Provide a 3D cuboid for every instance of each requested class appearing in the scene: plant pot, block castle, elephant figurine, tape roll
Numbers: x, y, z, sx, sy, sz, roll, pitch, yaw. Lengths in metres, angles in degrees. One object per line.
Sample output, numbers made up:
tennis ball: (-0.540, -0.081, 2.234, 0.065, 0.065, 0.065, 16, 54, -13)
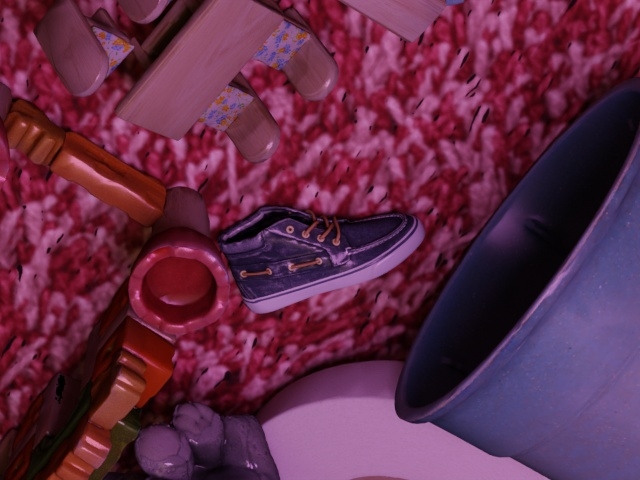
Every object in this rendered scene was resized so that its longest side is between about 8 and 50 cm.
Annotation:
plant pot: (0.295, 0.097, 1.135, 0.334, 0.341, 0.341, 34, 110, -6)
block castle: (-0.310, 0.108, 1.199, 0.303, 0.213, 0.453, 32, 110, -19)
elephant figurine: (-0.138, 0.265, 1.287, 0.169, 0.186, 0.239, 7, 143, -29)
tape roll: (0.084, 0.297, 1.335, 0.392, 0.072, 0.392, 9, 121, 15)

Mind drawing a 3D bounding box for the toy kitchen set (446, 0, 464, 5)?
toy kitchen set: (0.143, -0.289, 1.083, 0.207, 0.122, 0.166, -24, 117, 7)

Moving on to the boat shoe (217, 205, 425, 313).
boat shoe: (0.000, 0.000, 1.251, 0.183, 0.065, 0.083, -22, 118, 8)

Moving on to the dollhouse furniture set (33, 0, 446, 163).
dollhouse furniture set: (-0.051, -0.161, 1.060, 0.242, 0.161, 0.212, -47, 145, 18)
